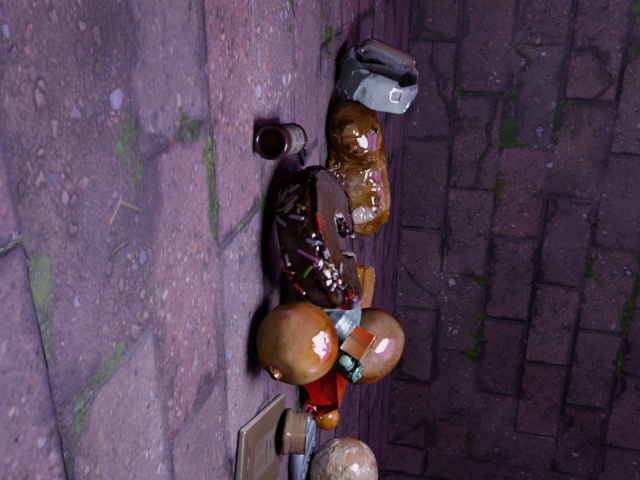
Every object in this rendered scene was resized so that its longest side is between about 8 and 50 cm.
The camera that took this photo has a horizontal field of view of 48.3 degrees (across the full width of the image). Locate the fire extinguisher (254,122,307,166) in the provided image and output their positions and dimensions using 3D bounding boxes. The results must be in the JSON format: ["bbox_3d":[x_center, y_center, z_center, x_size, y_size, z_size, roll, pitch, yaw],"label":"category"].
[{"bbox_3d":[-0.070,-0.201,1.518,0.231,0.071,0.099,-33,110,-74],"label":"fire extinguisher"}]

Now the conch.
[{"bbox_3d":[-0.008,0.186,1.759,0.195,0.220,0.277,-94,166,-69],"label":"conch"}]

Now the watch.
[{"bbox_3d":[0.160,-0.460,2.055,0.241,0.253,0.161,-43,156,-53],"label":"watch"}]

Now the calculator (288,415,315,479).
[{"bbox_3d":[-0.051,0.631,2.083,0.185,0.041,0.299,-65,159,-55],"label":"calculator"}]

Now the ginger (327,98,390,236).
[{"bbox_3d":[0.104,-0.213,2.061,0.254,0.176,0.418,-27,117,-72],"label":"ginger"}]

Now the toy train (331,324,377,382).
[{"bbox_3d":[0.082,0.267,1.663,0.118,0.074,0.176,-55,164,-8],"label":"toy train"}]

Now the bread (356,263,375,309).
[{"bbox_3d":[0.084,0.213,2.225,0.119,0.153,0.288,77,22,-71],"label":"bread"}]

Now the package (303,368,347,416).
[{"bbox_3d":[0.011,0.308,2.021,0.196,0.123,0.423,-62,153,-53],"label":"package"}]

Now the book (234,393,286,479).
[{"bbox_3d":[-0.141,0.504,1.678,0.310,0.021,0.217,-13,108,-76],"label":"book"}]

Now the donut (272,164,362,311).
[{"bbox_3d":[-0.011,-0.011,1.607,0.259,0.136,0.345,32,44,-60],"label":"donut"}]

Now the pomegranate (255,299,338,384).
[{"bbox_3d":[-0.056,0.226,1.572,0.191,0.191,0.191,6,90,-77],"label":"pomegranate"}]

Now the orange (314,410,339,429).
[{"bbox_3d":[0.019,0.560,2.263,0.083,0.084,0.083,6,90,-77],"label":"orange"}]

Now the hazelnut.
[{"bbox_3d":[0.119,0.274,1.865,0.214,0.176,0.214,-53,180,0],"label":"hazelnut"}]

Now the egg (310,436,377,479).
[{"bbox_3d":[0.068,0.682,2.094,0.245,0.203,0.203,105,0,-56],"label":"egg"}]

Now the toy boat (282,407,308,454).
[{"bbox_3d":[-0.064,0.491,1.829,0.188,0.061,0.116,92,4,-81],"label":"toy boat"}]

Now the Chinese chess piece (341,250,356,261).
[{"bbox_3d":[0.085,0.095,2.392,0.122,0.051,0.122,7,90,-77],"label":"Chinese chess piece"}]
